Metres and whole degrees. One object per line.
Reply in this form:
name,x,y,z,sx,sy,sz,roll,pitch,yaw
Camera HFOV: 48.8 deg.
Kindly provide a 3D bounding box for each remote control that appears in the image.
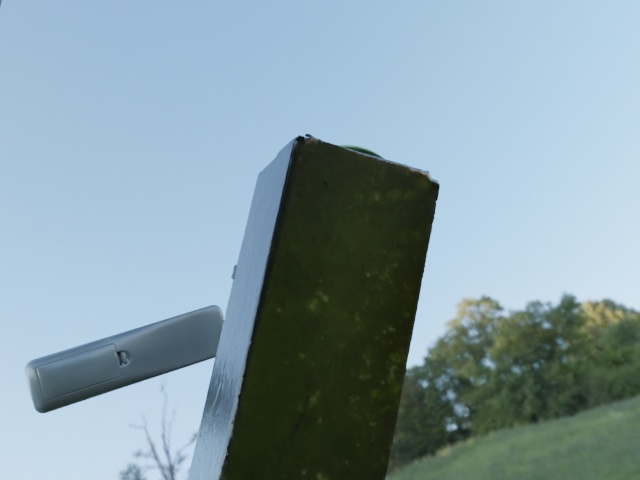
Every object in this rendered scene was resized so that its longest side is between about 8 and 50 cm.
remote control,-0.173,0.107,0.647,0.184,0.050,0.027,-16,-8,-16

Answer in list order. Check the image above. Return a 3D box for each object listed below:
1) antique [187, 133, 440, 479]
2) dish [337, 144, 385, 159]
antique,-0.008,0.067,0.357,0.081,0.221,0.080,15,-15,-16
dish,0.000,0.000,1.164,0.324,0.124,0.324,-10,-73,-36
